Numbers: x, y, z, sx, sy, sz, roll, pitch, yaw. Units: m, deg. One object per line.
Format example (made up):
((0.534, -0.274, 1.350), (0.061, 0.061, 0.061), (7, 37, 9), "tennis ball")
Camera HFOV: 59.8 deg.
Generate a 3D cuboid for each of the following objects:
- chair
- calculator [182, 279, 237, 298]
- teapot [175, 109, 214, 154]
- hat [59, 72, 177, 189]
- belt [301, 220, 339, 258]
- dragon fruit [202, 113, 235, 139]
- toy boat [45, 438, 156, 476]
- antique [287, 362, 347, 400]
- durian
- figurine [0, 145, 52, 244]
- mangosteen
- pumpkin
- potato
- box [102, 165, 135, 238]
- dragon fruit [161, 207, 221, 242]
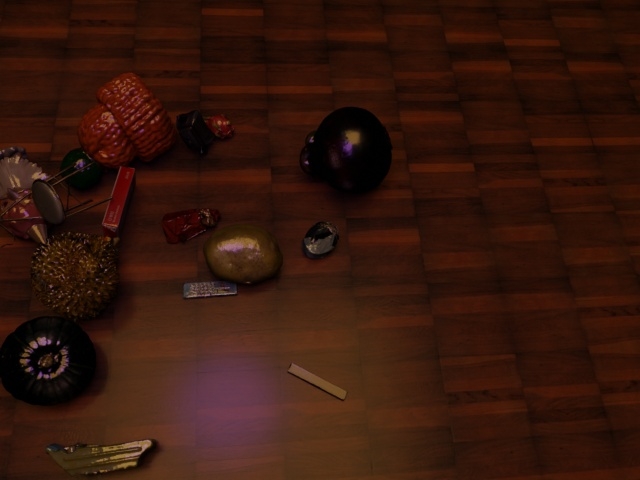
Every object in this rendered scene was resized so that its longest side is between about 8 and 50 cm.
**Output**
((-0.804, -0.110, 1.634), (0.170, 0.159, 0.326), (1, 26, 40), "chair")
((-0.350, 0.152, 1.763), (0.172, 0.018, 0.057), (-3, 68, -9), "calculator")
((-0.438, -0.364, 1.909), (0.087, 0.177, 0.096), (-9, 44, 21), "teapot")
((-0.701, -0.359, 1.843), (0.400, 0.285, 0.285), (-30, 72, -6), "hat")
((0.000, 0.000, 1.847), (0.105, 0.058, 0.140), (44, 65, 7), "belt")
((-0.366, -0.409, 1.982), (0.116, 0.081, 0.086), (31, 77, 7), "dragon fruit")
((-0.585, 0.580, 1.492), (0.276, 0.111, 0.084), (-1, 71, -8), "toy boat")
((-0.010, 0.425, 1.675), (0.192, 0.015, 0.031), (26, 67, 7), "antique")
((-0.713, 0.093, 1.640), (0.258, 0.258, 0.293), (-2, 51, -7), "durian")
((-0.935, -0.117, 1.742), (0.207, 0.166, 0.387), (-21, 68, -12), "figurine")
((0.085, -0.299, 1.865), (0.314, 0.297, 0.297), (-4, 66, -12), "mangosteen")
((-0.750, 0.332, 1.532), (0.250, 0.216, 0.249), (4, 81, -26), "pumpkin")
((-0.242, 0.044, 1.749), (0.228, 0.148, 0.197), (-20, 82, -7), "potato")
((-0.648, -0.113, 1.794), (0.050, 0.123, 0.229), (13, 64, -11), "box")
((-0.422, -0.055, 1.835), (0.192, 0.122, 0.092), (-17, 108, -17), "dragon fruit")
